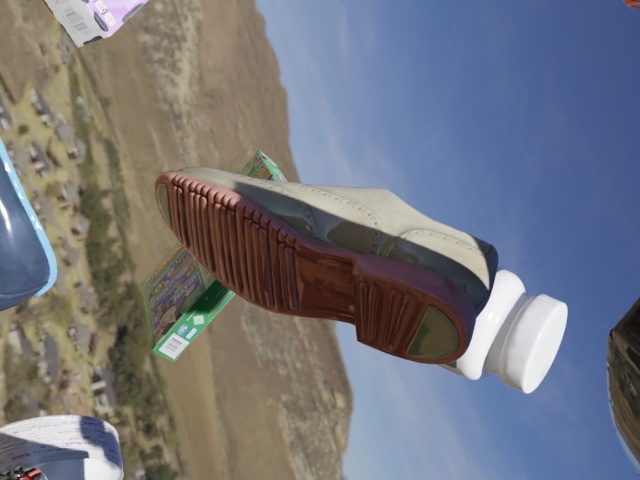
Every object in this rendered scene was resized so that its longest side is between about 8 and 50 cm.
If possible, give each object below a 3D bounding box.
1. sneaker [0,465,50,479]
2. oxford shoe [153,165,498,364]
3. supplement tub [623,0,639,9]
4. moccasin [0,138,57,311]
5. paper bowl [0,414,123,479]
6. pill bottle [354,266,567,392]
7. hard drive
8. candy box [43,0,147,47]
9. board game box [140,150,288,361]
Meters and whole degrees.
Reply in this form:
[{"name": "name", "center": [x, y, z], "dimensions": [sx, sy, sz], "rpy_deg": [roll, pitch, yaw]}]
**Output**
[{"name": "sneaker", "center": [-0.320, 0.341, 0.739], "dimensions": [0.104, 0.262, 0.125], "rpy_deg": [26, -25, 48]}, {"name": "oxford shoe", "center": [0.000, 0.000, 0.894], "dimensions": [0.397, 0.146, 0.140], "rpy_deg": [24, -41, 18]}, {"name": "supplement tub", "center": [0.560, -0.414, 1.038], "dimensions": [0.207, 0.338, 0.207], "rpy_deg": [5, 83, -50]}, {"name": "moccasin", "center": [-0.381, -0.083, 0.794], "dimensions": [0.138, 0.117, 0.342], "rpy_deg": [-16, -77, 59]}, {"name": "paper bowl", "center": [-0.503, 0.443, 1.484], "dimensions": [0.284, 0.284, 0.148], "rpy_deg": [79, -8, -58]}, {"name": "pill bottle", "center": [0.245, 0.129, 1.493], "dimensions": [0.363, 0.210, 0.210], "rpy_deg": [22, -34, 29]}, {"name": "hard drive", "center": [0.264, 0.081, 0.557], "dimensions": [0.054, 0.172, 0.254], "rpy_deg": [32, -17, 39]}, {"name": "candy box", "center": [-0.291, -0.368, 0.998], "dimensions": [0.196, 0.070, 0.165], "rpy_deg": [56, 47, -31]}, {"name": "board game box", "center": [-0.166, 0.018, 1.316], "dimensions": [0.046, 0.317, 0.213], "rpy_deg": [37, 11, -28]}]
